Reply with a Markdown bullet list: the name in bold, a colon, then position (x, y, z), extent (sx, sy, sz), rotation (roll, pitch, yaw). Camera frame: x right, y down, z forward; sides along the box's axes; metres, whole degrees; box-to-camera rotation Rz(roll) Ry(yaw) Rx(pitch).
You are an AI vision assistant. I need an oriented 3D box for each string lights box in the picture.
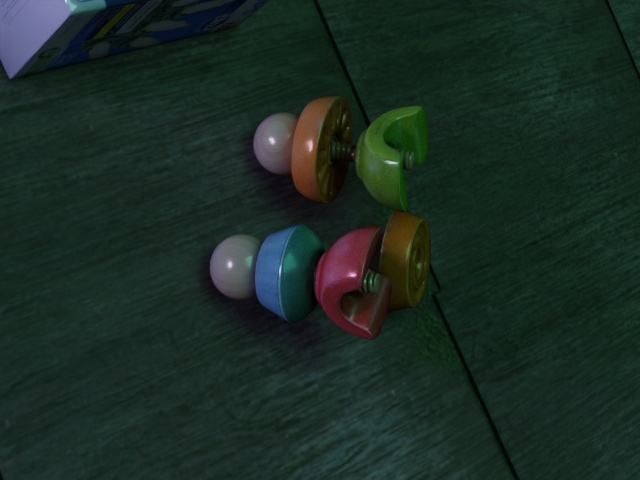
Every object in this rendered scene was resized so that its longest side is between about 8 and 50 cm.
- **string lights box**: position (-0.152, -0.227, 1.077), extent (0.260, 0.133, 0.076), rotation (-22, 86, -39)

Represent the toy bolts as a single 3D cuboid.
- **toy bolts**: position (0.000, 0.000, 1.140), extent (0.228, 0.159, 0.218), rotation (-64, 154, -44)
